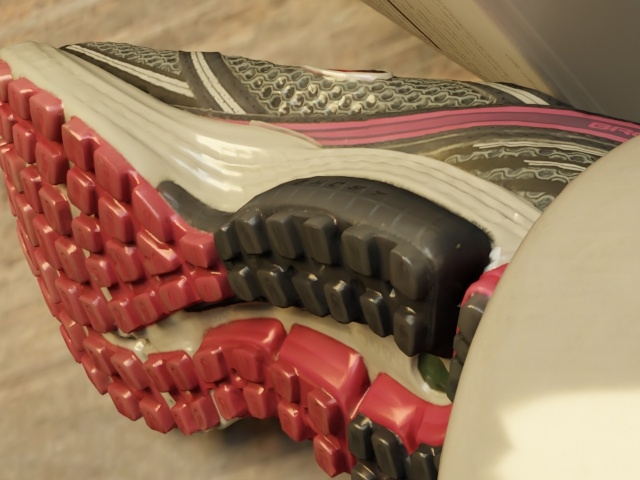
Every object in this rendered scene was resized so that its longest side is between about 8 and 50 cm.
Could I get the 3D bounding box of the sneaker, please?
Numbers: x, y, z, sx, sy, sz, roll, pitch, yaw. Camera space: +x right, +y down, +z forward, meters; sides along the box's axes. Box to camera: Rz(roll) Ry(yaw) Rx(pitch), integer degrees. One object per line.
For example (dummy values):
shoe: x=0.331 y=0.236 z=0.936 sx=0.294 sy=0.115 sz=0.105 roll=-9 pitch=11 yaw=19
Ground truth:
sneaker: x=0.000 y=0.000 z=0.581 sx=0.112 sy=0.121 sz=0.299 roll=-30 pitch=33 yaw=-30

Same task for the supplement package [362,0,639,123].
supplement package: x=0.018 y=-0.187 z=0.610 sx=0.177 sy=0.175 sz=0.293 roll=-52 pitch=52 yaw=0

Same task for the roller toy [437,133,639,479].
roller toy: x=0.131 y=0.063 z=0.393 sx=0.146 sy=0.191 sz=0.209 roll=-2 pitch=77 yaw=43
